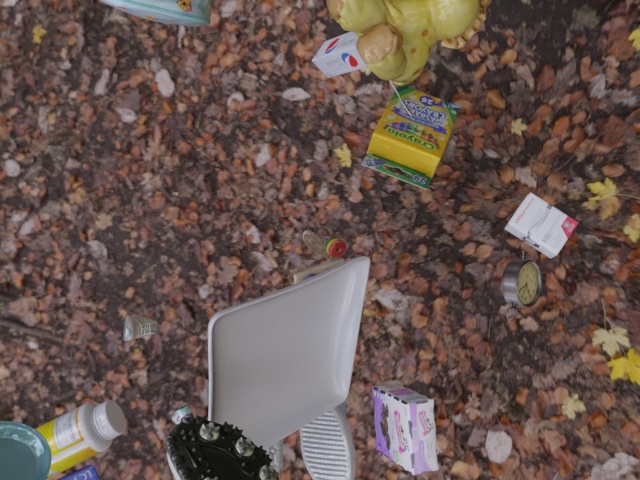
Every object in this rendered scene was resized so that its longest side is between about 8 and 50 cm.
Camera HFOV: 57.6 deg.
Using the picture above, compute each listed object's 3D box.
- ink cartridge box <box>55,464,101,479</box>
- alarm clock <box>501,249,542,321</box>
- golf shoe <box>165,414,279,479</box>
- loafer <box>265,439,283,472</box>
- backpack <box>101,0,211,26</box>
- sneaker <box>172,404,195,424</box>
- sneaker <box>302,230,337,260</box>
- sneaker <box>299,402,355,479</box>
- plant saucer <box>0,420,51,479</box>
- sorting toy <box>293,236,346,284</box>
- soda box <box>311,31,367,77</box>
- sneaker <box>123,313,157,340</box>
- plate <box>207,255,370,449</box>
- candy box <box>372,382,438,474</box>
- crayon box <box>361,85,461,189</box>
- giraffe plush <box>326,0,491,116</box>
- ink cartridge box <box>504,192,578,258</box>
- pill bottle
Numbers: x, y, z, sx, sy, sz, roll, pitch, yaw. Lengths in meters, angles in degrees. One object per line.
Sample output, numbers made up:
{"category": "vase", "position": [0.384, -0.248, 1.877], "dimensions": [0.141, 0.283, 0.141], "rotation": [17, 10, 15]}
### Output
{"category": "ink cartridge box", "position": [-0.477, 0.458, 1.012], "dimensions": [0.065, 0.186, 0.311], "rotation": [64, 152, 7]}
{"category": "alarm clock", "position": [0.535, 0.132, 1.574], "dimensions": [0.064, 0.129, 0.192], "rotation": [-2, 53, 48]}
{"category": "golf shoe", "position": [-0.079, 0.316, 0.642], "dimensions": [0.273, 0.105, 0.120], "rotation": [42, 121, 7]}
{"category": "loafer", "position": [-0.166, 0.473, 1.542], "dimensions": [0.112, 0.111, 0.319], "rotation": [-7, 74, -11]}
{"category": "backpack", "position": [-0.174, -0.315, 0.636], "dimensions": [0.166, 0.188, 0.144], "rotation": [7, 101, -21]}
{"category": "sneaker", "position": [-0.256, 0.359, 1.120], "dimensions": [0.038, 0.098, 0.069], "rotation": [-24, 74, -21]}
{"category": "sneaker", "position": [0.000, 0.000, 1.552], "dimensions": [0.118, 0.067, 0.042], "rotation": [38, 119, -23]}
{"category": "sneaker", "position": [0.028, 0.458, 1.454], "dimensions": [0.135, 0.150, 0.365], "rotation": [-39, 43, 17]}
{"category": "plant saucer", "position": [-0.408, 0.286, 0.740], "dimensions": [0.119, 0.119, 0.021], "rotation": [37, 123, 14]}
{"category": "sorting toy", "position": [0.009, 0.131, 1.395], "dimensions": [0.046, 0.133, 0.274], "rotation": [43, 145, 49]}
{"category": "soda box", "position": [0.073, -0.472, 1.461], "dimensions": [0.216, 0.069, 0.073], "rotation": [9, 64, 56]}
{"category": "sneaker", "position": [-0.408, 0.195, 1.322], "dimensions": [0.061, 0.152, 0.053], "rotation": [7, 91, -5]}
{"category": "plate", "position": [-0.052, 0.168, 0.822], "dimensions": [0.045, 0.278, 0.277], "rotation": [31, 126, 37]}
{"category": "candy box", "position": [0.200, 0.446, 1.401], "dimensions": [0.070, 0.196, 0.164], "rotation": [-3, 89, -20]}
{"category": "crayon box", "position": [0.269, -0.310, 1.696], "dimensions": [0.203, 0.322, 0.083], "rotation": [22, 141, 6]}
{"category": "giraffe plush", "position": [0.130, -0.297, 0.765], "dimensions": [0.171, 0.181, 0.210], "rotation": [-34, 114, 20]}
{"category": "ink cartridge box", "position": [0.595, -0.041, 1.576], "dimensions": [0.151, 0.063, 0.109], "rotation": [35, 83, 11]}
{"category": "pill bottle", "position": [-0.564, 0.451, 1.338], "dimensions": [0.215, 0.117, 0.117], "rotation": [-26, 84, 2]}
